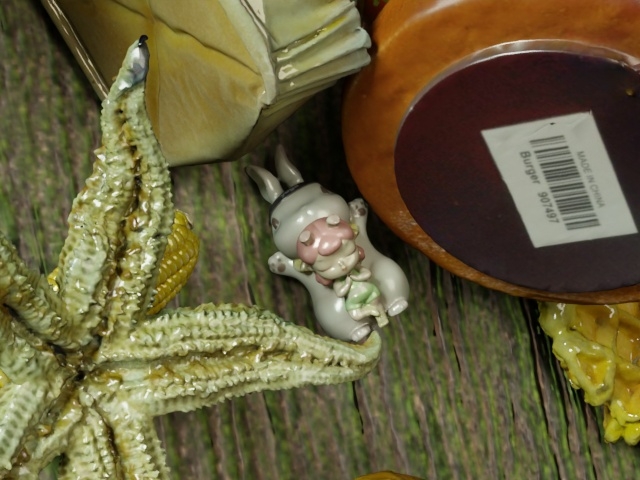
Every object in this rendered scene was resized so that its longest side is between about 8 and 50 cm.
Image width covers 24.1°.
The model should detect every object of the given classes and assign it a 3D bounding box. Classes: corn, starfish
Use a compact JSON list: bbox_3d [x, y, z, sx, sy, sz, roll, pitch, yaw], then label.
[{"bbox_3d":[-0.153,0.045,0.969,0.206,0.067,0.067,-43,101,-33],"label":"corn"},{"bbox_3d":[-0.149,0.082,0.881,0.358,0.078,0.347,-42,116,-22],"label":"starfish"}]

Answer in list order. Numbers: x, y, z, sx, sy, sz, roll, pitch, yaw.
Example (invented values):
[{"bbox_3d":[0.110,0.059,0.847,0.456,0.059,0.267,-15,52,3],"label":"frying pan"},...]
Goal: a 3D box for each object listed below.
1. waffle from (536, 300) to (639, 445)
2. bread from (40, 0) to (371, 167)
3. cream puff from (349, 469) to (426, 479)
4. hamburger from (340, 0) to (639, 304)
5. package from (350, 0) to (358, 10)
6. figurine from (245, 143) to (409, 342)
[{"bbox_3d":[0.296,0.031,1.295,0.312,0.060,0.307,-39,99,-35],"label":"waffle"},{"bbox_3d":[-0.081,-0.163,1.007,0.110,0.192,0.210,-38,98,-39],"label":"bread"},{"bbox_3d":[0.080,0.301,0.932,0.327,0.343,0.231,30,93,8],"label":"cream puff"},{"bbox_3d":[0.180,-0.132,1.089,0.330,0.330,0.250,37,44,-20],"label":"hamburger"},{"bbox_3d":[-0.007,-0.309,1.191,0.166,0.040,0.232,22,75,-37],"label":"package"},{"bbox_3d":[0.009,-0.005,1.078,0.081,0.098,0.146,-35,98,-25],"label":"figurine"}]
